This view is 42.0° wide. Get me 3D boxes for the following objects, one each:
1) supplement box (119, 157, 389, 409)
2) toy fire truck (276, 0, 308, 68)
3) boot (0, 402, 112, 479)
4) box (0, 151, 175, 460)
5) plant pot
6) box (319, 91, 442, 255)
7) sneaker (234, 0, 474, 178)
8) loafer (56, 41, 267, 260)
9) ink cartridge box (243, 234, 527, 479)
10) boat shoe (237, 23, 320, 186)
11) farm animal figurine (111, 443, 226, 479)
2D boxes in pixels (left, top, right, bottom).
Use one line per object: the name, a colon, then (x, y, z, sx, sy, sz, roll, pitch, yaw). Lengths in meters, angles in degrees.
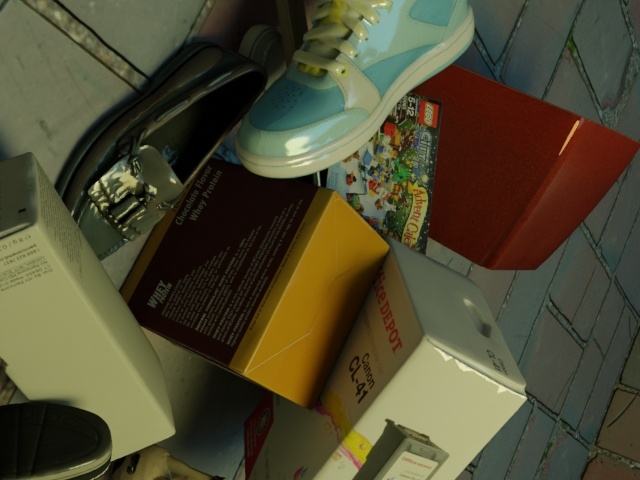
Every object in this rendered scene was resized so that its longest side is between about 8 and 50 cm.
supplement box: (-0.071, 0.038, 0.857, 0.129, 0.194, 0.191, 42, 71, -51)
toy fire truck: (0.026, -0.306, 0.909, 0.217, 0.158, 0.246, 13, 117, -50)
boot: (-0.280, 0.235, 0.694, 0.236, 0.085, 0.178, -10, 123, -10)
box: (-0.223, 0.069, 0.717, 0.094, 0.113, 0.275, -22, 130, -4)
plant pot: (0.256, -0.098, 1.204, 0.267, 0.267, 0.235, 2, 114, -54)
box: (0.065, -0.075, 1.033, 0.159, 0.044, 0.233, 9, 84, -30)
sneaker: (0.023, -0.215, 0.779, 0.319, 0.127, 0.208, -45, 144, -28)
loafer: (-0.150, -0.086, 0.792, 0.267, 0.084, 0.096, -57, 142, -21)
ink cartridge box: (0.049, 0.180, 0.879, 0.131, 0.226, 0.306, 28, 110, -17)
boat shoe: (-0.035, -0.127, 0.933, 0.079, 0.081, 0.227, -36, 132, -40)
farm animal figurine: (-0.181, 0.382, 0.902, 0.327, 0.172, 0.330, 33, 69, -66)
